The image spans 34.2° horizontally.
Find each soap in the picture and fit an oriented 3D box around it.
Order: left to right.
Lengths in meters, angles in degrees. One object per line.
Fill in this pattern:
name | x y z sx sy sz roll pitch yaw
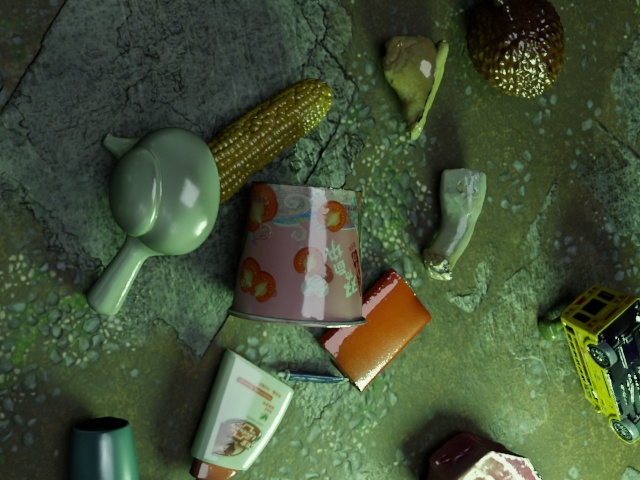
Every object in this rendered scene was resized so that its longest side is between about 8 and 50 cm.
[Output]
soap | 0.344 0.522 2.086 0.220 0.127 0.325 -43 111 -17

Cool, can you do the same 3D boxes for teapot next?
teapot | -0.268 -0.025 1.675 0.149 0.220 0.318 1 96 -38

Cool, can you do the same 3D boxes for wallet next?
wallet | 0.104 0.169 1.967 0.204 0.045 0.142 -45 115 -13

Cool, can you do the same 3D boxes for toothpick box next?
toothpick box | -0.361 0.389 1.730 0.120 0.120 0.184 -5 96 -25

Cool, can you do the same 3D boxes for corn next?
corn | -0.105 -0.178 1.796 0.313 0.102 0.102 -41 112 -20

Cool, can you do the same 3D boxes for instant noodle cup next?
instant noodle cup | -0.030 0.021 1.777 0.243 0.243 0.231 4 93 -26

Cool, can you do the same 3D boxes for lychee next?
lychee | 0.362 -0.374 1.942 0.200 0.200 0.238 -52 136 -11

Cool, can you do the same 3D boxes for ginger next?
ginger | 0.163 -0.285 1.920 0.122 0.115 0.193 11 100 -5

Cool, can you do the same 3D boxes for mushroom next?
mushroom | 0.255 -0.033 1.997 0.092 0.081 0.223 15 92 -45

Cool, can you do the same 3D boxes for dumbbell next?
dumbbell | 0.508 0.165 2.162 0.118 0.046 0.052 -25 102 -20

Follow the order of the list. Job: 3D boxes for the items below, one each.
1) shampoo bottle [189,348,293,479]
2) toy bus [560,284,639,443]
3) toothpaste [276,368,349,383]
shampoo bottle | -0.172 0.350 1.841 0.153 0.071 0.284 33 81 -24
toy bus | 0.610 0.255 2.142 0.145 0.151 0.331 -38 125 -19
toothpaste | -0.017 0.253 1.928 0.140 0.037 0.021 9 68 -23
